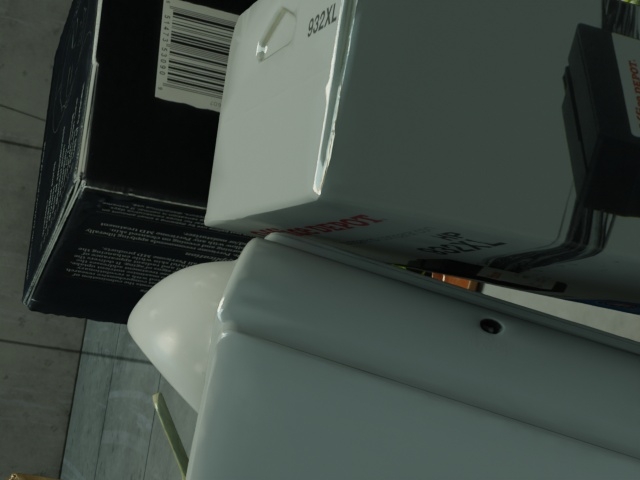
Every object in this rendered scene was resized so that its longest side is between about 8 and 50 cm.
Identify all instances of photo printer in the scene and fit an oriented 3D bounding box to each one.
[{"bbox_3d":[0.080,0.148,0.667,0.107,0.308,0.256,-68,-5,-51],"label":"photo printer"}]

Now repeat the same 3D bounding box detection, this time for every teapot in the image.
[{"bbox_3d":[-0.074,0.109,1.339,0.187,0.252,0.256,-44,42,-6],"label":"teapot"}]

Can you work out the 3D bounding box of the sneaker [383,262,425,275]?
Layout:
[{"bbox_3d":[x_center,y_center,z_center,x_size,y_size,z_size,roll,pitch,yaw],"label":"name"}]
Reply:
[{"bbox_3d":[0.039,0.063,1.138,0.123,0.109,0.295,154,125,-63],"label":"sneaker"}]

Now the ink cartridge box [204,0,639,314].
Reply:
[{"bbox_3d":[0.114,-0.044,0.662,0.223,0.308,0.129,173,108,-71],"label":"ink cartridge box"}]

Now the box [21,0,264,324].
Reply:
[{"bbox_3d":[-0.250,-0.171,1.829,0.472,0.297,0.479,136,140,-58],"label":"box"}]

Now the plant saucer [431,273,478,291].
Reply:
[{"bbox_3d":[0.121,0.029,1.068,0.083,0.013,0.083,-168,90,-72],"label":"plant saucer"}]

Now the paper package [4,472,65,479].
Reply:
[{"bbox_3d":[-0.291,0.484,1.562,0.168,0.310,0.324,-103,31,-56],"label":"paper package"}]

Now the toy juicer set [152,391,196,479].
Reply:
[{"bbox_3d":[-0.093,0.313,1.391,0.329,0.090,0.209,38,147,61],"label":"toy juicer set"}]

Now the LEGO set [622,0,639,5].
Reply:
[{"bbox_3d":[0.206,-0.214,0.797,0.107,0.132,0.287,-54,23,35],"label":"LEGO set"}]
